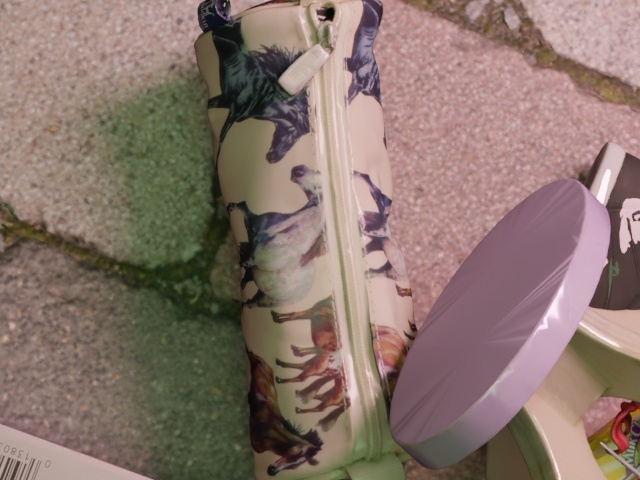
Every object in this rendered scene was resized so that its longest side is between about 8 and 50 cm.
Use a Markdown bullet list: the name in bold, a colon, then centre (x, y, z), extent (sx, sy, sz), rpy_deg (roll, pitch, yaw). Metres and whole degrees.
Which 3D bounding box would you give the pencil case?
- **pencil case**: centre (0.000, 0.000, 1.204), extent (0.159, 0.183, 0.410), rpy_deg (-8, 84, -6)

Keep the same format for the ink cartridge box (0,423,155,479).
- **ink cartridge box**: centre (-0.206, 0.302, 1.172), extent (0.296, 0.066, 0.261), rpy_deg (19, 80, 9)

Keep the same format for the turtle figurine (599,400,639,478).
- **turtle figurine**: centre (0.335, 0.154, 1.220), extent (0.234, 0.118, 0.175), rpy_deg (26, 95, -18)

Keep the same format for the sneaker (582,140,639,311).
- **sneaker**: centre (0.257, 0.072, 1.255), extent (0.146, 0.104, 0.296), rpy_deg (23, 76, 3)

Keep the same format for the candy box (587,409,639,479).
- **candy box**: centre (0.319, 0.171, 1.288), extent (0.206, 0.027, 0.105), rpy_deg (-37, 85, -9)

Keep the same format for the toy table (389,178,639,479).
- **toy table**: centre (0.177, 0.097, 1.087), extent (0.161, 0.252, 0.274), rpy_deg (44, 56, -12)
